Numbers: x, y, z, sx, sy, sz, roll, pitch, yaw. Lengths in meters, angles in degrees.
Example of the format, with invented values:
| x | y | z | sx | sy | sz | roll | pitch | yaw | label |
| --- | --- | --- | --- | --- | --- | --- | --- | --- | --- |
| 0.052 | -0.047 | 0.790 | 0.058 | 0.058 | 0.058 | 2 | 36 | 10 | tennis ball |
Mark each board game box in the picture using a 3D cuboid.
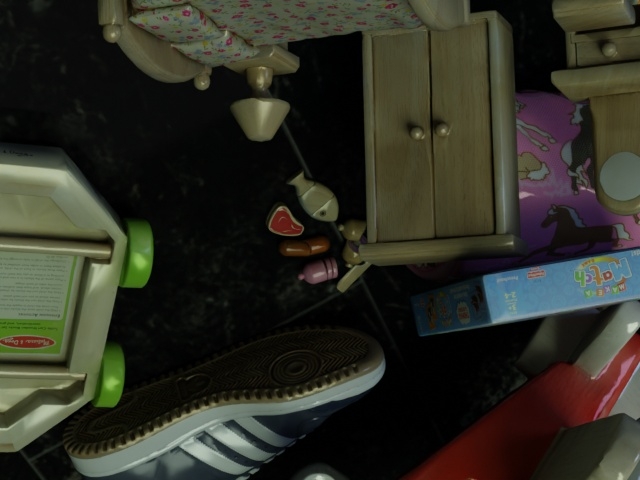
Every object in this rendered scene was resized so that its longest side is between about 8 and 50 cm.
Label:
| x | y | z | sx | sy | sz | roll | pitch | yaw | label |
| --- | --- | --- | --- | --- | --- | --- | --- | --- | --- |
| 0.169 | 0.037 | 1.023 | 0.160 | 0.211 | 0.039 | -9 | 85 | -10 | board game box |

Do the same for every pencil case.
| x | y | z | sx | sy | sz | roll | pitch | yaw | label |
| --- | --- | --- | --- | --- | --- | --- | --- | --- | --- |
| 0.250 | -0.065 | 1.134 | 0.386 | 0.167 | 0.160 | -8 | 145 | -15 | pencil case |

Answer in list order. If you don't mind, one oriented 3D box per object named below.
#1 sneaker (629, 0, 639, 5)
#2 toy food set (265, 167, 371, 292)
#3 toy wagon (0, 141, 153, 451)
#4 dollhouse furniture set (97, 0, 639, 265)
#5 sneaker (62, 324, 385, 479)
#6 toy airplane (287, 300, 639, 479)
| x | y | z | sx | sy | sz | roll | pitch | yaw | label |
| --- | --- | --- | --- | --- | --- | --- | --- | --- | --- |
| 0.314 | -0.255 | 1.103 | 0.083 | 0.084 | 0.215 | 3 | 124 | -37 | sneaker |
| 0.000 | 0.000 | 1.174 | 0.078 | 0.019 | 0.122 | -46 | 124 | 11 | toy food set |
| -0.287 | 0.083 | 1.092 | 0.267 | 0.068 | 0.344 | 4 | 119 | -22 | toy wagon |
| 0.044 | -0.092 | 0.848 | 0.303 | 0.173 | 0.355 | -5 | 171 | 22 | dollhouse furniture set |
| -0.067 | 0.181 | 1.211 | 0.282 | 0.099 | 0.153 | -18 | 120 | -1 | sneaker |
| 0.177 | 0.228 | 1.165 | 0.384 | 0.272 | 0.386 | -42 | 167 | 29 | toy airplane |
